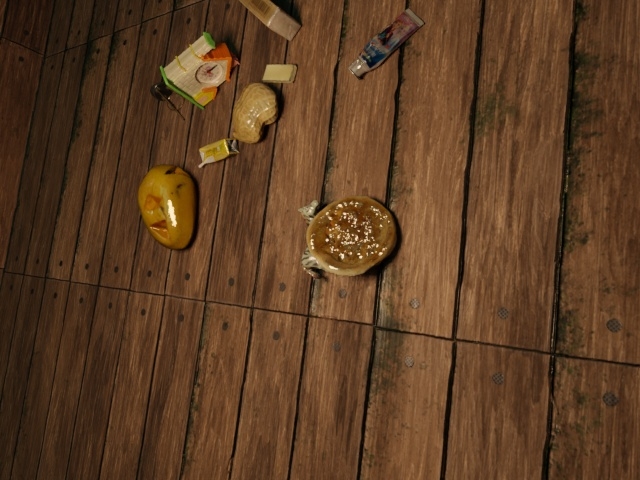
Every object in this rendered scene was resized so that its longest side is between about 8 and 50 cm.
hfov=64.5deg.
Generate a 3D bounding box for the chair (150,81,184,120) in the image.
[{"bbox_3d":[-0.656,-0.631,2.239,0.095,0.104,0.222,-46,60,-11],"label":"chair"}]

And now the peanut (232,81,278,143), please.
[{"bbox_3d":[-0.251,-0.473,1.901,0.197,0.110,0.233,44,105,33],"label":"peanut"}]

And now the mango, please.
[{"bbox_3d":[-0.608,-0.133,2.059,0.253,0.182,0.364,-26,78,26],"label":"mango"}]

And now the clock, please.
[{"bbox_3d":[-0.467,-0.684,2.038,0.255,0.220,0.106,-32,65,18],"label":"clock"}]

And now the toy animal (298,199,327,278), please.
[{"bbox_3d":[0.016,-0.006,1.638,0.170,0.090,0.255,-10,67,26],"label":"toy animal"}]

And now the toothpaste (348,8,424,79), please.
[{"bbox_3d":[0.206,-0.634,1.646,0.266,0.061,0.096,-40,60,16],"label":"toothpaste"}]

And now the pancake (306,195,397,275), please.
[{"bbox_3d":[0.091,-0.019,1.546,0.283,0.049,0.282,-5,67,13],"label":"pancake"}]

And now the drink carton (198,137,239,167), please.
[{"bbox_3d":[-0.421,-0.348,2.016,0.200,0.084,0.074,-11,98,33],"label":"drink carton"}]

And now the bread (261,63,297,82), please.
[{"bbox_3d":[-0.155,-0.628,1.912,0.154,0.028,0.068,14,89,37],"label":"bread"}]

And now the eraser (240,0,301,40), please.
[{"bbox_3d":[-0.220,-0.895,1.940,0.078,0.144,0.343,-51,58,19],"label":"eraser"}]
